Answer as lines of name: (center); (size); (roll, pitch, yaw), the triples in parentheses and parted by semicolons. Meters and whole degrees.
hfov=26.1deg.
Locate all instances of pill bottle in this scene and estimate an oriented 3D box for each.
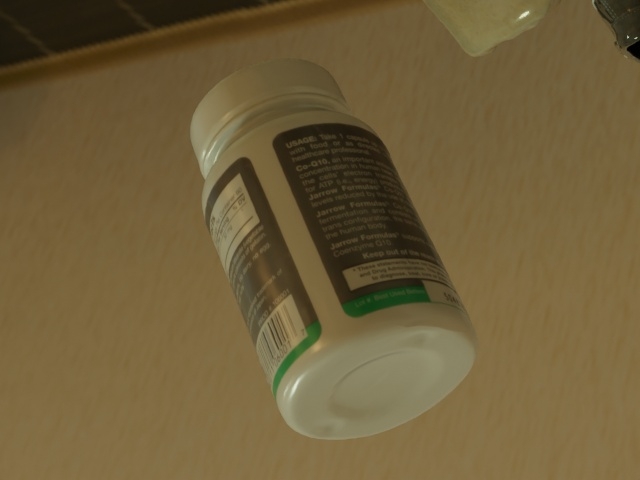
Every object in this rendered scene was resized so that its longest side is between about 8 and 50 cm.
pill bottle: (0.000, 0.000, 1.389); (0.204, 0.361, 0.204); (-16, 146, -11)

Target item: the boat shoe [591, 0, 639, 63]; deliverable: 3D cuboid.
boat shoe: (0.148, -0.086, 0.570); (0.049, 0.040, 0.142); (-23, 162, 30)

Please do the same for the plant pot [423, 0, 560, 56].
plant pot: (0.121, -0.315, 0.981); (0.305, 0.334, 0.334); (56, 148, -4)
